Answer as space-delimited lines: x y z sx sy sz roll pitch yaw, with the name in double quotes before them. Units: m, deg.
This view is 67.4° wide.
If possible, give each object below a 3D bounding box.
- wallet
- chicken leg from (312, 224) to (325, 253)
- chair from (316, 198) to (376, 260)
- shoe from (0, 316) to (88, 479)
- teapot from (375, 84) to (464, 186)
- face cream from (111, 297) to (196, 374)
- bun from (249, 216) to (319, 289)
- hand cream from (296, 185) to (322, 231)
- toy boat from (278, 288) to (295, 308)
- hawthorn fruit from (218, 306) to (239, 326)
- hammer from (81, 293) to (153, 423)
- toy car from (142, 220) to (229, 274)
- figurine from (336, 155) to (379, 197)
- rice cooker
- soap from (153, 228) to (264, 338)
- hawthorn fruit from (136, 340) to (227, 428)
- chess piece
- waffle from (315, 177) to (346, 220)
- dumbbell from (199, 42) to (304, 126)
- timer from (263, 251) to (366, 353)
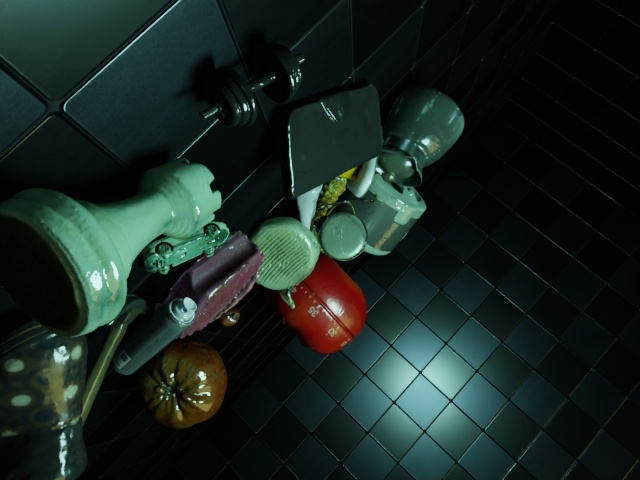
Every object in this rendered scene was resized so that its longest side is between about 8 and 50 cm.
"wallet" 0.035 -0.241 1.106 0.378 0.051 0.196 -32 126 -45
"chicken leg" 0.000 0.000 1.742 0.088 0.103 0.228 -34 164 7
"chair" 0.065 -0.025 1.413 0.160 0.170 0.326 -5 179 -5
"shoe" -0.488 0.310 0.804 0.384 0.237 0.171 -50 169 14
"teapot" 0.236 -0.296 1.441 0.285 0.306 0.223 -57 139 -15
"face cream" -0.378 0.215 1.096 0.284 0.073 0.073 -38 172 27
"bun" -0.108 0.030 1.344 0.221 0.221 0.108 -54 -165 22
"hand cream" -0.035 -0.088 1.368 0.335 0.076 0.121 92 11 -58
"toy boat" -0.097 0.073 1.485 0.108 0.099 0.292 121 -14 -48
"hawthorn fruit" -0.302 0.250 1.572 0.077 0.077 0.077 -45 166 -14
"hammer" -0.469 0.316 0.968 0.168 0.044 0.439 69 41 -78
"toy car" -0.279 0.008 0.995 0.186 0.058 0.093 -25 157 -30
"figurine" 0.066 -0.236 1.350 0.249 0.141 0.166 -95 -153 -57
"rice cooker" 0.206 -0.119 1.693 0.276 0.288 0.288 -55 165 22
"soap" -0.280 0.119 1.202 0.289 0.112 0.182 -41 161 -24
"hawthorn fruit" -0.391 0.407 1.394 0.258 0.258 0.261 -54 -176 23
"chess piece" -0.280 -0.019 0.691 0.299 0.195 0.194 -44 168 -52
"waffle" 0.020 -0.136 1.541 0.192 0.046 0.161 -49 169 14
"dumbbell" -0.103 -0.244 0.751 0.208 0.099 0.099 -40 164 -26
"timer" -0.014 0.204 1.674 0.279 0.378 0.378 -41 166 -2
